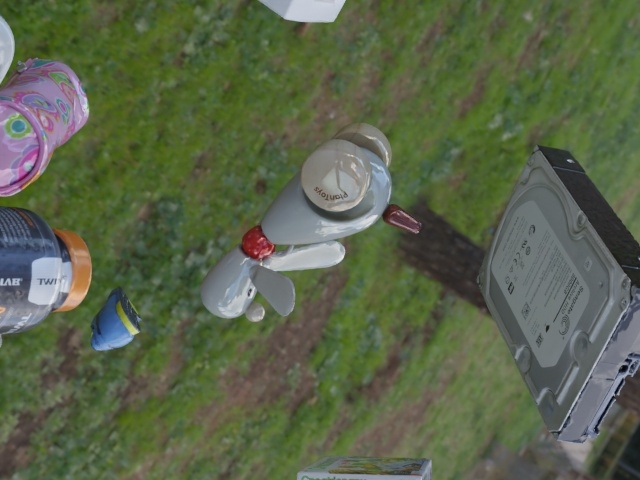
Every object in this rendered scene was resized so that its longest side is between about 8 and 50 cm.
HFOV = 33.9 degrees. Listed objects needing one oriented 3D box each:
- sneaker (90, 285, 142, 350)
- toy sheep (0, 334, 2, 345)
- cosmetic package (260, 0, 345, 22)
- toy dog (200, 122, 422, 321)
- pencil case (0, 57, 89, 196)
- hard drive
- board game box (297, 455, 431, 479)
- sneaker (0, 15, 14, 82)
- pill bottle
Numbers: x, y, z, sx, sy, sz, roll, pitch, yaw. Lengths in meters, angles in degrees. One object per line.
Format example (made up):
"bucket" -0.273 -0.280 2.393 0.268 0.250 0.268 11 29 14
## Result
"sneaker" -0.334 0.128 1.670 0.082 0.069 0.209 -35 -169 -3
"toy sheep" -0.439 0.122 1.290 0.132 0.091 0.091 -41 159 5
"cosmetic package" -0.027 -0.415 0.855 0.097 0.284 0.377 -15 140 -60
"toy dog" 0.000 0.000 1.334 0.220 0.161 0.334 -46 180 -43
"pencil case" -0.367 -0.148 1.291 0.284 0.124 0.124 -94 -155 -70
"hard drive" 0.308 0.059 1.344 0.339 0.064 0.237 -107 -150 -54
"board game box" 0.081 0.396 1.739 0.305 0.193 0.053 39 51 -79
"sneaker" -0.470 -0.168 1.152 0.321 0.127 0.126 -33 122 12
"pill bottle" -0.344 0.028 1.022 0.245 0.130 0.130 2 117 -51
